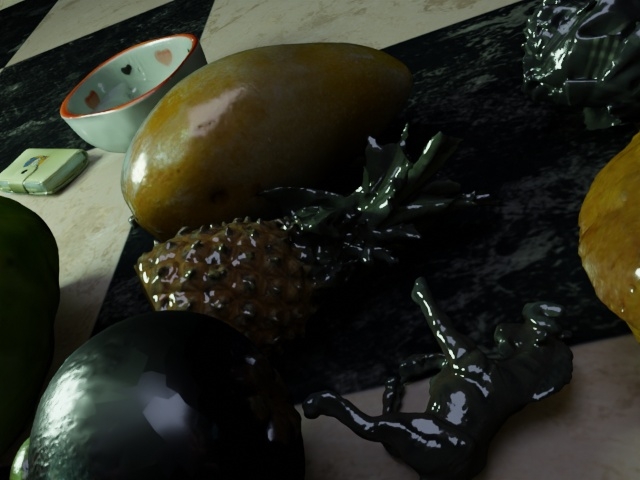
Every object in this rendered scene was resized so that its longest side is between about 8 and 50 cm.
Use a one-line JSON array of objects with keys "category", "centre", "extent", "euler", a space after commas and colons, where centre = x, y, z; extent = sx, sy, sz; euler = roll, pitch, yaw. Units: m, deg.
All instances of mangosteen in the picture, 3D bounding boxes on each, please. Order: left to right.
[{"category": "mangosteen", "centre": [-0.124, 0.167, 0.528], "extent": [0.243, 0.243, 0.243], "euler": [-17, 38, 14]}]

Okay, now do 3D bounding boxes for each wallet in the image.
[{"category": "wallet", "centre": [-0.493, -0.120, 1.231], "extent": [0.155, 0.039, 0.110], "euler": [5, 44, 35]}]

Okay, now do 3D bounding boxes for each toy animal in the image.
[{"category": "toy animal", "centre": [0.100, 0.121, 0.546], "extent": [0.148, 0.084, 0.233], "euler": [19, 53, 42]}]

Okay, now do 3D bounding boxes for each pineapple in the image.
[{"category": "pineapple", "centre": [-0.001, 0.001, 0.716], "extent": [0.364, 0.165, 0.165], "euler": [-29, 36, -16]}]

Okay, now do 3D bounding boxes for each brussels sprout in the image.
[{"category": "brussels sprout", "centre": [-0.424, 0.075, 0.768], "extent": [0.276, 0.315, 0.371], "euler": [-8, 29, -13]}]

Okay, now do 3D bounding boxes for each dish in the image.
[{"category": "dish", "centre": [-0.294, -0.233, 1.177], "extent": [0.256, 0.117, 0.256], "euler": [-17, 37, 14]}]

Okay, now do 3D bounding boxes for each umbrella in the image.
[{"category": "umbrella", "centre": [0.370, -0.183, 0.686], "extent": [0.336, 0.154, 0.128], "euler": [7, 31, 35]}]

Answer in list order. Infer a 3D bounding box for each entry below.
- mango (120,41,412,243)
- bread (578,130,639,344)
[{"category": "mango", "centre": [-0.064, -0.127, 0.837], "extent": [0.384, 0.221, 0.199], "euler": [-30, 75, -11]}, {"category": "bread", "centre": [0.342, 0.004, 0.472], "extent": [0.312, 0.172, 0.312], "euler": [-20, 34, 14]}]
